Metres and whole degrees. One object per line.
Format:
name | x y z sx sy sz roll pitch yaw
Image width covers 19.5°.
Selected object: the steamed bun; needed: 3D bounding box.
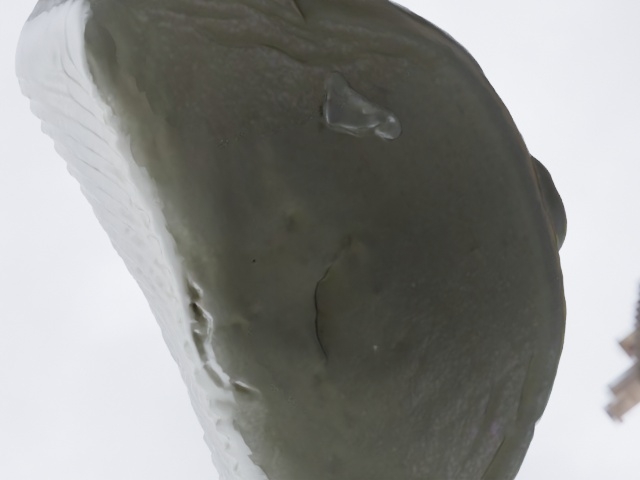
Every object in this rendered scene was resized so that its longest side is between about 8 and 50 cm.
steamed bun | 0.002 -0.005 1.070 0.383 0.236 0.247 66 166 -10
